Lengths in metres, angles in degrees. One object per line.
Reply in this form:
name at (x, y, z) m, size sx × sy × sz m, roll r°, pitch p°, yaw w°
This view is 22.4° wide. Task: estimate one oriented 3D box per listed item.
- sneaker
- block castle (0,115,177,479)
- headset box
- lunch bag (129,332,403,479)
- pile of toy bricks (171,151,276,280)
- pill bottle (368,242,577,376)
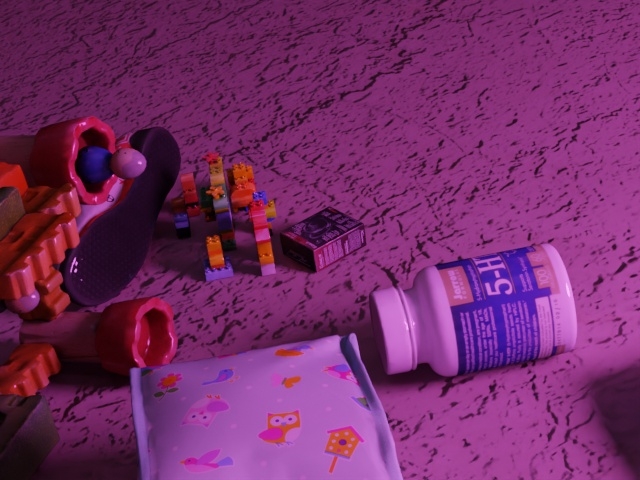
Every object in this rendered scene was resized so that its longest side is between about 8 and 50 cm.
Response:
sneaker at (-0.269, -0.018, 1.867) m, size 0.145 × 0.090 × 0.270 m, roll -11°, pitch 39°, yaw 34°
block castle at (-0.298, 0.104, 1.467) m, size 0.213 × 0.303 × 0.453 m, roll 0°, pitch 32°, yaw 25°
headset box at (0.000, 0.000, 1.815) m, size 0.083 × 0.032 × 0.062 m, roll -30°, pitch 37°, yaw -30°
lunch bag at (-0.044, 0.207, 1.375) m, size 0.223 × 0.160 × 0.262 m, roll -10°, pitch 26°, yaw -5°
pile of toy bricks at (-0.113, -0.049, 1.850) m, size 0.118 × 0.105 × 0.212 m, roll -10°, pitch 32°, yaw -3°
pill bottle at (0.147, 0.073, 1.589) m, size 0.187 × 0.112 × 0.112 m, roll -11°, pitch 32°, yaw -5°
